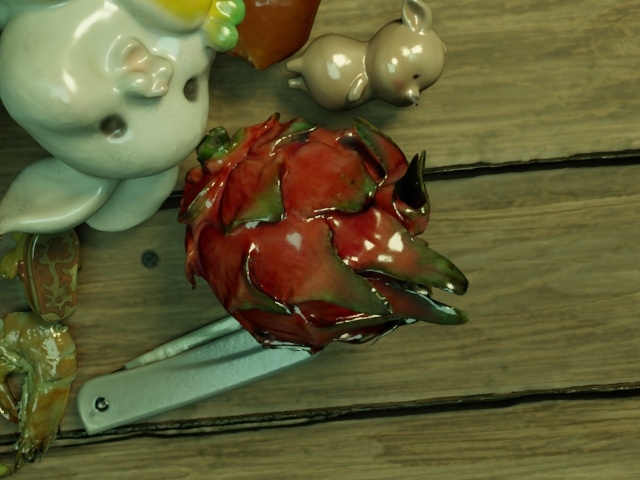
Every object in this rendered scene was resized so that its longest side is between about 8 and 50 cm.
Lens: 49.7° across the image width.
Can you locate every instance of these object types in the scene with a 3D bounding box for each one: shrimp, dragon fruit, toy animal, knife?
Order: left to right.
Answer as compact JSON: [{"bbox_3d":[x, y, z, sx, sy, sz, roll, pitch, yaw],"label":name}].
[{"bbox_3d":[-0.300,0.154,0.698,0.099,0.041,0.180,11,105,-4],"label":"shrimp"},{"bbox_3d":[-0.194,-0.156,0.524,0.247,0.183,0.310,-21,107,39],"label":"toy animal"},{"bbox_3d":[-0.122,0.125,0.699,0.265,0.040,0.073,-22,94,4],"label":"knife"},{"bbox_3d":[0.000,0.000,0.585,0.274,0.192,0.193,34,127,10],"label":"dragon fruit"},{"bbox_3d":[0.044,-0.155,0.604,0.150,0.083,0.089,-13,103,3],"label":"toy animal"}]

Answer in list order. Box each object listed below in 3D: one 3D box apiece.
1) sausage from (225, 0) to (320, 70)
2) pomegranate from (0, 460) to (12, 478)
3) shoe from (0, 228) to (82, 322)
[{"bbox_3d":[0.005,-0.308,0.555,0.097,0.094,0.348,23,102,-19],"label":"sausage"},{"bbox_3d":[-0.466,0.226,0.622,0.340,0.260,0.260,15,107,-38],"label":"pomegranate"},{"bbox_3d":[-0.263,0.020,0.647,0.072,0.069,0.109,-31,121,-31],"label":"shoe"}]
